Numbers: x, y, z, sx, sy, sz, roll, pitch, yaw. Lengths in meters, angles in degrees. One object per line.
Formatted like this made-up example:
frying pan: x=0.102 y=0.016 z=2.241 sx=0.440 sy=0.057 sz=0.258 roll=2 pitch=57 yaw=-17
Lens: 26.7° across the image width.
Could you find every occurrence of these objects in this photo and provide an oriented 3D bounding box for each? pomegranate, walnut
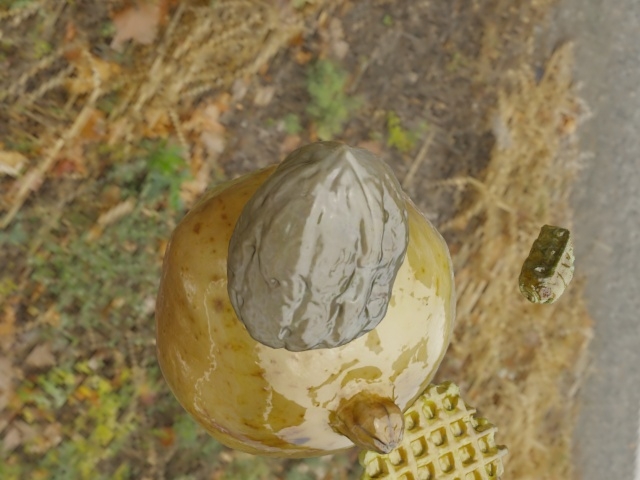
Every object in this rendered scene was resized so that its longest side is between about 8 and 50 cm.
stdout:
pomegranate: x=-0.007 y=0.099 z=1.620 sx=0.410 sy=0.410 sz=0.410 roll=-37 pitch=143 yaw=-34
walnut: x=0.001 y=0.001 z=1.300 sx=0.178 sy=0.178 sz=0.230 roll=-29 pitch=145 yaw=-41

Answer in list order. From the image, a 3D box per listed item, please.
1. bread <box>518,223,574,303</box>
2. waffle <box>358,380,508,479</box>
bread: x=0.309 y=0.038 z=1.825 sx=0.110 sy=0.066 sz=0.060 roll=-61 pitch=-170 yaw=-28
waffle: x=0.171 y=0.349 z=2.043 sx=0.291 sy=0.051 sz=0.291 roll=7 pitch=78 yaw=-32
